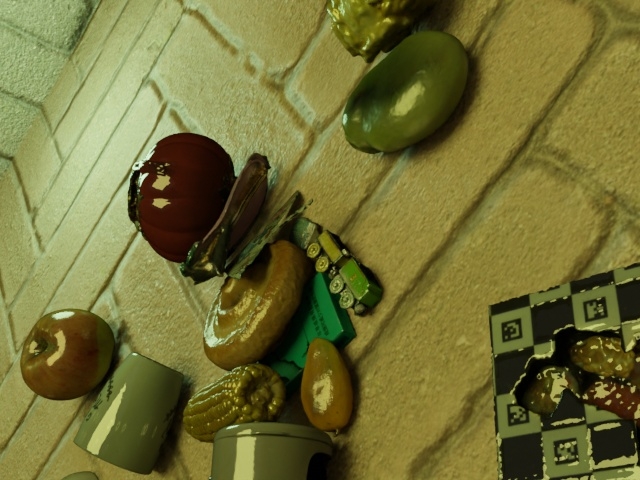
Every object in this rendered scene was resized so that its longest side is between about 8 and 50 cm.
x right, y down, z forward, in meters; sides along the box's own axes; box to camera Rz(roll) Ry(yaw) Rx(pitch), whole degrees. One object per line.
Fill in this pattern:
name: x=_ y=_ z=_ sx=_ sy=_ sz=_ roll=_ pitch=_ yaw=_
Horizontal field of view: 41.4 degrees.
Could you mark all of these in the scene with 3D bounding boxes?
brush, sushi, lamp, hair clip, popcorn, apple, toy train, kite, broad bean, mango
brush: x=0.000 y=0.000 z=1.725 sx=0.196 sy=0.021 sz=0.070 roll=22 pitch=88 yaw=51
sushi: x=0.391 y=0.212 z=1.093 sx=0.343 sy=0.064 sz=0.359 roll=-20 pitch=52 yaw=34
lamp: x=-0.307 y=-0.097 z=1.942 sx=0.303 sy=0.257 sz=0.303 roll=-178 pitch=90 yaw=-88
hair clip: x=-0.187 y=-0.042 z=1.842 sx=0.095 sy=0.110 sz=0.358 roll=-29 pitch=29 yaw=47
popcorn: x=0.117 y=-0.477 z=1.667 sx=0.233 sy=0.192 sz=0.266 roll=-54 pitch=2 yaw=-9
apple: x=-0.666 y=0.301 z=2.232 sx=0.261 sy=0.194 sz=0.260 roll=-23 pitch=56 yaw=40
toy train: x=0.045 y=0.057 z=1.594 sx=0.081 sy=0.060 sz=0.202 roll=-46 pitch=48 yaw=13
kite: x=-0.112 y=-0.012 z=1.731 sx=0.314 sy=0.011 sz=0.335 roll=-36 pitch=16 yaw=39
broad bean: x=0.156 y=-0.271 z=1.595 sx=0.291 sy=0.119 sz=0.238 roll=-36 pitch=37 yaw=30
mango: x=0.010 y=0.261 z=1.520 sx=0.101 sy=0.066 sz=0.187 roll=-22 pitch=64 yaw=34

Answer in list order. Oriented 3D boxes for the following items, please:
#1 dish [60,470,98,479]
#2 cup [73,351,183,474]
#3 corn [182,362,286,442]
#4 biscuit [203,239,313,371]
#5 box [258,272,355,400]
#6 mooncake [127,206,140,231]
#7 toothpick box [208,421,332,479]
dish: x=-0.630 y=0.677 z=2.079 sx=0.236 sy=0.086 sz=0.228 roll=-35 pitch=47 yaw=35
cup: x=-0.424 y=0.385 z=1.936 sx=0.234 sy=0.186 sz=0.258 roll=-66 pitch=9 yaw=-12
corn: x=-0.172 y=0.322 z=1.634 sx=0.344 sy=0.131 sz=0.131 roll=145 pitch=135 yaw=-59
biscuit: x=-0.138 y=0.125 z=1.708 sx=0.296 sy=0.102 sz=0.296 roll=-45 pitch=24 yaw=26
box: x=-0.038 y=0.189 z=1.650 sx=0.226 sy=0.042 sz=0.161 roll=-47 pitch=41 yaw=24
mooncake: x=-0.462 y=-0.089 z=2.285 sx=0.125 sy=0.073 sz=0.130 roll=-56 pitch=37 yaw=19
toothpick box: x=-0.099 y=0.479 z=1.424 sx=0.229 sy=0.229 sz=0.316 roll=-22 pitch=56 yaw=43
